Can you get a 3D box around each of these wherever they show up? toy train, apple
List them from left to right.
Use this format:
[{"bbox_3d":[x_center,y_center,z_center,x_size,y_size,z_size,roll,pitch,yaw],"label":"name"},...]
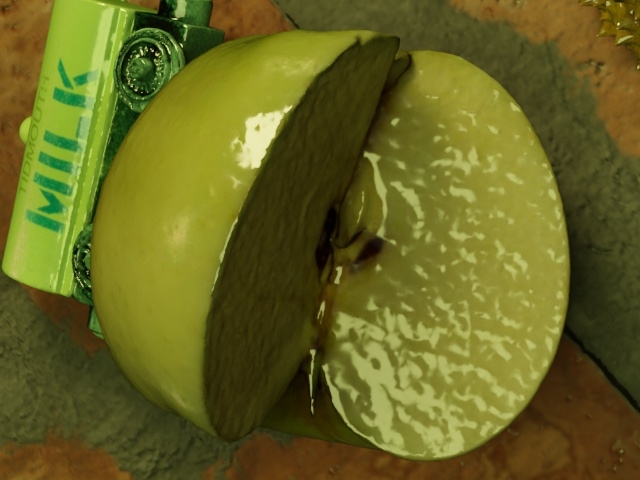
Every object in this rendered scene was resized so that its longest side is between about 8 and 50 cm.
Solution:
[{"bbox_3d":[-0.151,-0.061,1.337,0.157,0.105,0.253,18,101,31],"label":"toy train"},{"bbox_3d":[-0.006,0.000,1.206,0.233,0.295,0.258,6,87,57],"label":"apple"}]

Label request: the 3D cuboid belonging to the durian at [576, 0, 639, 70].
[{"bbox_3d":[0.241,-0.187,1.162,0.249,0.138,0.183,29,97,8],"label":"durian"}]
